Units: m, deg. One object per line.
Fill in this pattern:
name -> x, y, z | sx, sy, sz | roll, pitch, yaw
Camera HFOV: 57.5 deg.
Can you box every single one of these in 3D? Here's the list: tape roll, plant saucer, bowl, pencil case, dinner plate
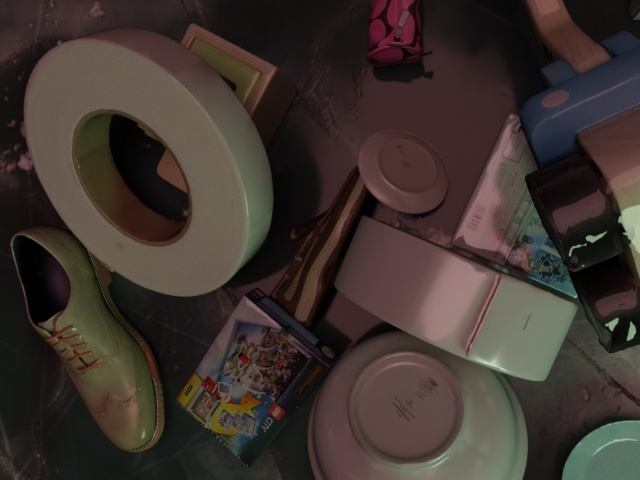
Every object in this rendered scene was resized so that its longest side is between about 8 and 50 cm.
tape roll -> -0.248, -0.095, 0.825 | 0.392, 0.072, 0.391 | 16, 128, 21
plant saucer -> 0.430, 0.338, 0.800 | 0.195, 0.037, 0.194 | 0, 89, 12
tape roll -> 0.164, 0.066, 0.732 | 0.286, 0.286, 0.100 | 24, 94, 11
bowl -> 0.115, 0.232, 0.753 | 0.298, 0.134, 0.297 | -6, 58, 10
pencil case -> 0.111, -0.362, 0.842 | 0.095, 0.098, 0.209 | -1, 89, 12
dinner plate -> 0.122, -0.104, 0.837 | 0.141, 0.017, 0.141 | 8, 61, -15

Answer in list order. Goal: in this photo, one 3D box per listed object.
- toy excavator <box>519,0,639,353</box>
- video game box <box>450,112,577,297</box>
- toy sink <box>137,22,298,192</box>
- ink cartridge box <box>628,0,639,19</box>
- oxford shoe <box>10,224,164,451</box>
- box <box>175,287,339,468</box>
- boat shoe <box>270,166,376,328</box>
toy excavator -> 0.308, -0.167, 0.668 | 0.222, 0.445, 0.433 | -25, 125, 17
video game box -> 0.310, -0.050, 0.823 | 0.187, 0.048, 0.205 | 25, 94, 12
toy sink -> -0.165, -0.174, 0.882 | 0.153, 0.131, 0.234 | 31, 96, 11
ink cartridge box -> 0.513, -0.368, 0.769 | 0.175, 0.072, 0.127 | 1, 90, 12
oxford shoe -> -0.378, 0.160, 0.916 | 0.141, 0.146, 0.396 | -30, 84, 10
box -> -0.101, 0.209, 0.880 | 0.159, 0.044, 0.233 | 39, 113, 9
boat shoe -> -0.003, 0.000, 0.867 | 0.095, 0.095, 0.257 | 27, 95, 17
